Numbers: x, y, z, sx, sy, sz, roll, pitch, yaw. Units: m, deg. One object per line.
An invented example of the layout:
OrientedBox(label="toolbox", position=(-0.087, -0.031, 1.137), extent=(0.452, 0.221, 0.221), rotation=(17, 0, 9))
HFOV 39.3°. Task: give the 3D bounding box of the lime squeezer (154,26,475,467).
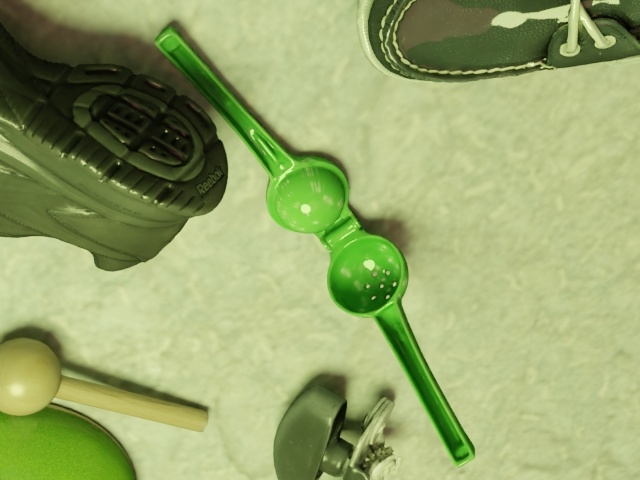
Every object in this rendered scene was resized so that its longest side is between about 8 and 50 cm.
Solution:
OrientedBox(label="lime squeezer", position=(0.000, 0.000, 0.577), extent=(0.059, 0.110, 0.310), rotation=(-35, 89, 28))

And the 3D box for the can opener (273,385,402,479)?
OrientedBox(label="can opener", position=(-0.007, 0.235, 0.731), extent=(0.093, 0.074, 0.280), rotation=(24, 116, 16))

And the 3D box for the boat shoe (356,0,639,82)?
OrientedBox(label="boat shoe", position=(0.171, -0.157, 0.518), extent=(0.303, 0.091, 0.114), rotation=(-21, 120, 2))

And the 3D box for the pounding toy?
OrientedBox(label="pounding toy", position=(-0.211, 0.201, 0.641), extent=(0.183, 0.110, 0.237), rotation=(31, 110, -24))

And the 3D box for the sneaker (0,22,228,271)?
OrientedBox(label="sneaker", position=(-0.200, -0.066, 0.498), extent=(0.286, 0.109, 0.130), rotation=(32, 135, -12))
